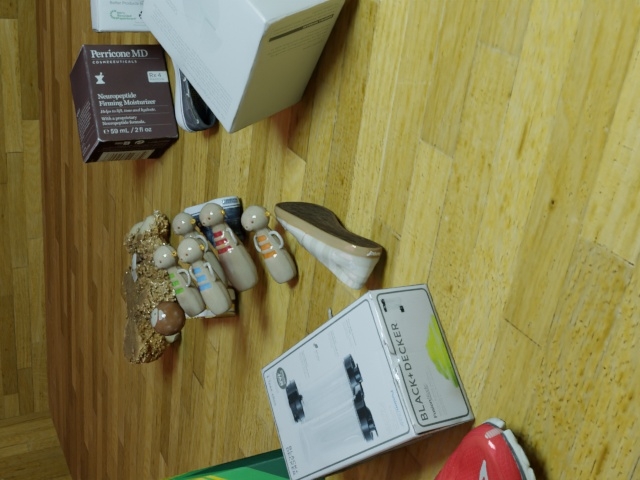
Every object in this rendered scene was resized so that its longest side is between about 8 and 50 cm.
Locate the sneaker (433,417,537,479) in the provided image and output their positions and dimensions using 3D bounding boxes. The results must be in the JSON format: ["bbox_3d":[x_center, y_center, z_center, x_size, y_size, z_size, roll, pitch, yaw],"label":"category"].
[{"bbox_3d":[0.132,0.296,0.822,0.107,0.118,0.279,57,142,38],"label":"sneaker"}]

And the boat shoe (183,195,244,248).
[{"bbox_3d":[-0.193,-0.025,1.405,0.183,0.065,0.083,-11,87,61],"label":"boat shoe"}]

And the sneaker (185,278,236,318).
[{"bbox_3d":[-0.208,0.104,1.472,0.185,0.069,0.084,-9,80,55],"label":"sneaker"}]

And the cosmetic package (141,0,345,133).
[{"bbox_3d":[-0.109,-0.306,1.029,0.224,0.138,0.225,53,148,12],"label":"cosmetic package"}]

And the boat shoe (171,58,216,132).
[{"bbox_3d":[-0.217,-0.304,1.383,0.076,0.080,0.228,9,102,43],"label":"boat shoe"}]

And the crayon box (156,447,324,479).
[{"bbox_3d":[-0.127,0.515,1.145,0.106,0.313,0.363,-22,77,61],"label":"crayon box"}]

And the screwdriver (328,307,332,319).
[{"bbox_3d":[0.022,0.179,1.102,0.025,0.024,0.170,-22,73,32],"label":"screwdriver"}]

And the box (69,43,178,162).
[{"bbox_3d":[-0.413,-0.282,1.642,0.167,0.168,0.203,-23,77,62],"label":"box"}]

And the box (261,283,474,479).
[{"bbox_3d":[0.044,0.186,0.967,0.290,0.087,0.169,-44,58,50],"label":"box"}]

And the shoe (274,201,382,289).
[{"bbox_3d":[0.000,0.000,1.043,0.219,0.076,0.058,34,120,52],"label":"shoe"}]

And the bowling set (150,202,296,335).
[{"bbox_3d":[-0.194,0.039,1.229,0.287,0.200,0.154,-15,105,50],"label":"bowling set"}]

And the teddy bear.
[{"bbox_3d":[-0.365,0.100,1.736,0.245,0.113,0.338,-40,54,49],"label":"teddy bear"}]

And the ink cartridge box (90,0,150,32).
[{"bbox_3d":[-0.323,-0.561,1.406,0.069,0.175,0.371,31,123,57],"label":"ink cartridge box"}]
